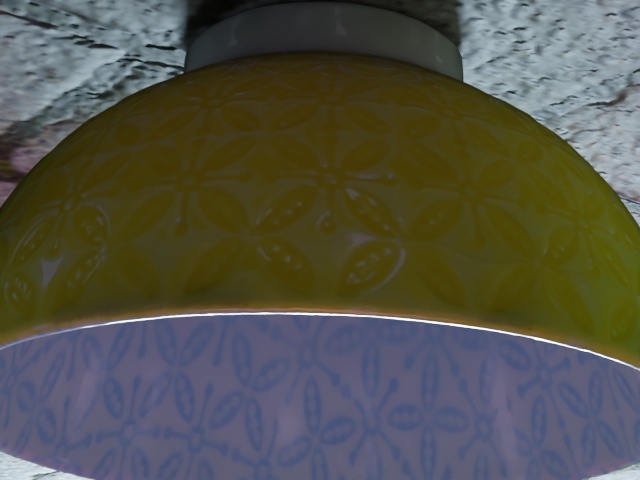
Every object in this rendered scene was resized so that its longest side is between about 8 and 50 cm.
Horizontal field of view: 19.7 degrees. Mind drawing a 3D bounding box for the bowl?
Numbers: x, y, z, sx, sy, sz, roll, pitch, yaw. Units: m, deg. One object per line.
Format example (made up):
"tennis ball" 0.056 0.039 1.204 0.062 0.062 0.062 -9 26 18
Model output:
"bowl" 0.000 0.000 0.733 0.289 0.156 0.289 1 159 0
